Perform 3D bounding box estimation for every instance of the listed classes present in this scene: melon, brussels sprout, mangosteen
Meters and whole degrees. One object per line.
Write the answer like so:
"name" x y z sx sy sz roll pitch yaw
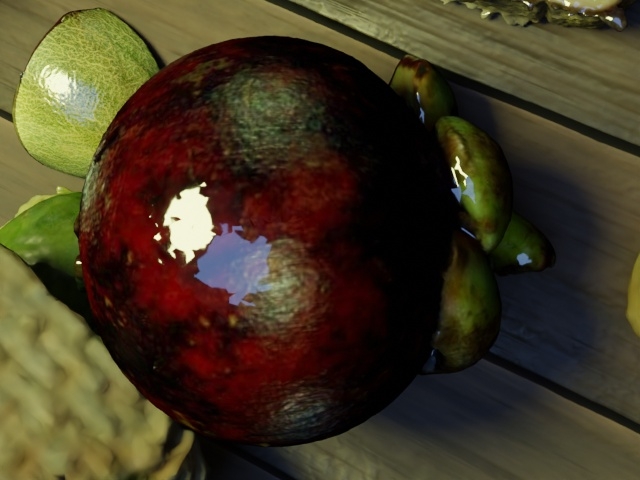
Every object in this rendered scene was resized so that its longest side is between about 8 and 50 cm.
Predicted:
"melon" -0.202 -0.119 0.743 0.128 0.079 0.160 25 106 15
"brussels sprout" -0.258 0.039 0.761 0.183 0.131 0.145 -32 82 16
"mangosteen" -0.018 0.001 0.599 0.312 0.311 0.310 3 100 19

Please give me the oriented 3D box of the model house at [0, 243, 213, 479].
"model house" -0.371 0.275 0.625 0.445 0.400 0.395 -33 101 35

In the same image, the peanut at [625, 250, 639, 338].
"peanut" 0.293 0.033 0.584 0.159 0.109 0.140 -23 81 32

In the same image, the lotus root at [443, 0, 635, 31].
"lotus root" 0.125 -0.245 0.612 0.261 0.074 0.170 25 106 15
